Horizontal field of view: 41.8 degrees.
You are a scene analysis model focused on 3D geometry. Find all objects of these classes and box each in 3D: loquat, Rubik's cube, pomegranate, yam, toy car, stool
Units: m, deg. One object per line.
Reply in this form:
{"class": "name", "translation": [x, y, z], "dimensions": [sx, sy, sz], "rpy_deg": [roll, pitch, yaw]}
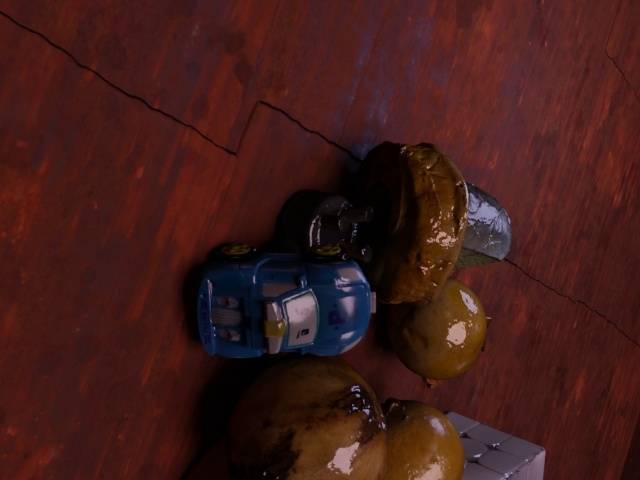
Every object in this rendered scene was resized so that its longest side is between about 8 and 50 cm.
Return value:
{"class": "loquat", "translation": [0.267, 0.196, 1.865], "dimensions": [0.244, 0.244, 0.244], "rpy_deg": [-18, 114, -45]}
{"class": "Rubik's cube", "translation": [0.346, 0.633, 2.043], "dimensions": [0.291, 0.292, 0.290], "rpy_deg": [-14, 111, -47]}
{"class": "pomegranate", "translation": [-0.017, 0.350, 1.487], "dimensions": [0.322, 0.322, 0.322], "rpy_deg": [-18, 114, -45]}
{"class": "yam", "translation": [0.275, -0.048, 1.847], "dimensions": [0.271, 0.202, 0.201], "rpy_deg": [8, 73, -49]}
{"class": "loquat", "translation": [0.175, 0.469, 1.813], "dimensions": [0.275, 0.275, 0.274], "rpy_deg": [-18, 114, -45]}
{"class": "toy car", "translation": [-0.063, 0.115, 1.433], "dimensions": [0.166, 0.314, 0.198], "rpy_deg": [-79, 170, -70]}
{"class": "stool", "translation": [0.003, 0.007, 1.577], "dimensions": [0.228, 0.139, 0.153], "rpy_deg": [-60, 138, -21]}

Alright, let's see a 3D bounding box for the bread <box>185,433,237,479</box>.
{"class": "bread", "translation": [-0.150, 0.452, 1.513], "dimensions": [0.169, 0.160, 0.140], "rpy_deg": [-55, 136, -22]}

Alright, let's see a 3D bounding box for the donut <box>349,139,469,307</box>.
{"class": "donut", "translation": [0.157, -0.034, 1.641], "dimensions": [0.160, 0.330, 0.330], "rpy_deg": [2, 100, -34]}

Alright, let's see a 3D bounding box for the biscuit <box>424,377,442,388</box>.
{"class": "biscuit", "translation": [0.287, 0.333, 2.100], "dimensions": [0.091, 0.015, 0.078], "rpy_deg": [23, 85, -50]}

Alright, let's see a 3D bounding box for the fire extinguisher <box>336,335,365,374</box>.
{"class": "fire extinguisher", "translation": [0.009, 0.323, 1.702], "dimensions": [0.147, 0.106, 0.337], "rpy_deg": [-8, 119, -22]}
